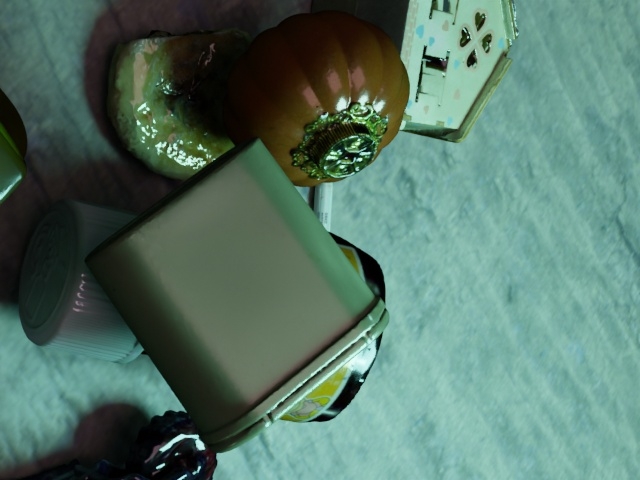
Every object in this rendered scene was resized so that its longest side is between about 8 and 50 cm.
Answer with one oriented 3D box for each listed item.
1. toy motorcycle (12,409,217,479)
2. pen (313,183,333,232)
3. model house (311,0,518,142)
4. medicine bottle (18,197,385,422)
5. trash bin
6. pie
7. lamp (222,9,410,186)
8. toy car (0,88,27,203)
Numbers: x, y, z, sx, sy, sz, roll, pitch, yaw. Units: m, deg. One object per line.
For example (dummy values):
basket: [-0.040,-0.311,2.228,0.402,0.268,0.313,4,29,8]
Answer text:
toy motorcycle: [-0.267,0.368,1.822,0.416,0.172,0.232,-34,125,-41]
pen: [0.000,0.000,2.057,0.026,0.026,0.218,-3,99,-40]
model house: [0.130,-0.285,2.038,0.244,0.169,0.326,4,97,-48]
medicine bottle: [-0.140,0.068,1.829,0.395,0.242,0.242,15,88,-26]
trash bin: [-0.084,0.053,1.662,0.243,0.121,0.247,-37,99,-20]
pie: [-0.153,-0.160,1.881,0.218,0.052,0.185,-17,111,-40]
lamp: [-0.005,-0.163,1.849,0.223,0.196,0.223,-17,143,-14]
toy car: [-0.397,-0.068,1.595,0.248,0.198,0.204,-48,125,-23]
